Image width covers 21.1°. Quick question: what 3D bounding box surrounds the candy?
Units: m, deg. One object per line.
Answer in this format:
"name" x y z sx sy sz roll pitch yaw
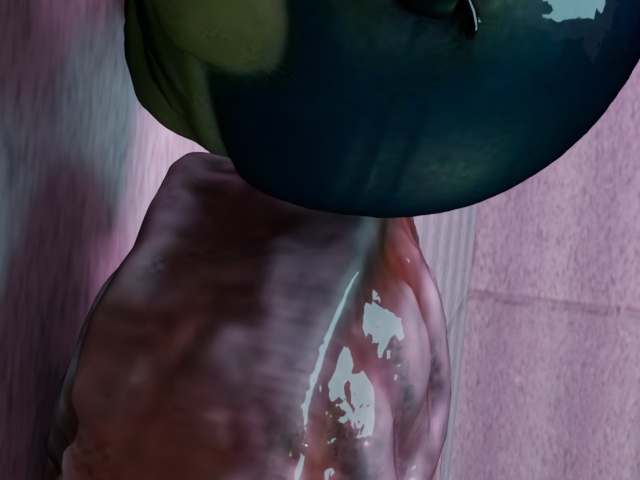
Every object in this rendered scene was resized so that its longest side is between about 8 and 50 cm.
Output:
"candy" -0.030 0.097 0.726 0.214 0.157 0.289 -68 163 -45

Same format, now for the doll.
"doll" 0.021 -0.120 0.632 0.322 0.186 0.198 -98 -161 -68
